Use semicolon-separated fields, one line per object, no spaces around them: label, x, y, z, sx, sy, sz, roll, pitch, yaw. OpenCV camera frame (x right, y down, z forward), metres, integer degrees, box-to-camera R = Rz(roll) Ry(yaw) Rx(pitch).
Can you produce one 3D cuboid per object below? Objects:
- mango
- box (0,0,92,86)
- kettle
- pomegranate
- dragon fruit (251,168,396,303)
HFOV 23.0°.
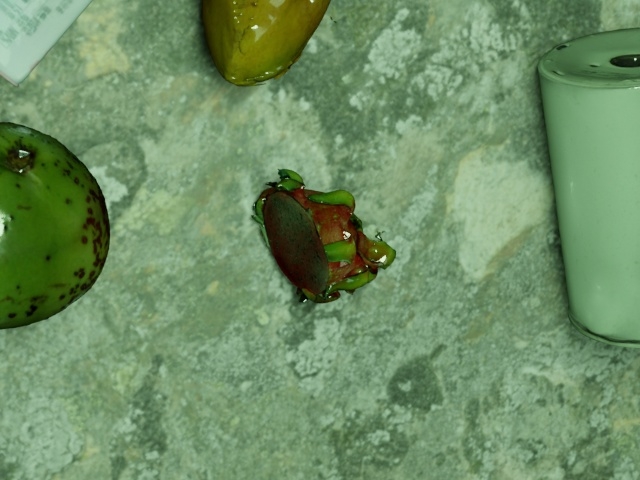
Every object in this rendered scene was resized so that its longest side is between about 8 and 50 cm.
mango;-0.054;-0.273;1.535;0.156;0.151;0.249;-2;108;-58
box;-0.206;-0.320;1.437;0.370;0.190;0.112;-48;119;-1
kettle;0.366;-0.073;1.777;0.205;0.265;0.318;-6;112;13
pomegranate;-0.315;0.008;1.512;0.214;0.214;0.248;-1;141;-22
dragon fruit;0.000;0.000;1.680;0.175;0.138;0.142;2;131;-44
